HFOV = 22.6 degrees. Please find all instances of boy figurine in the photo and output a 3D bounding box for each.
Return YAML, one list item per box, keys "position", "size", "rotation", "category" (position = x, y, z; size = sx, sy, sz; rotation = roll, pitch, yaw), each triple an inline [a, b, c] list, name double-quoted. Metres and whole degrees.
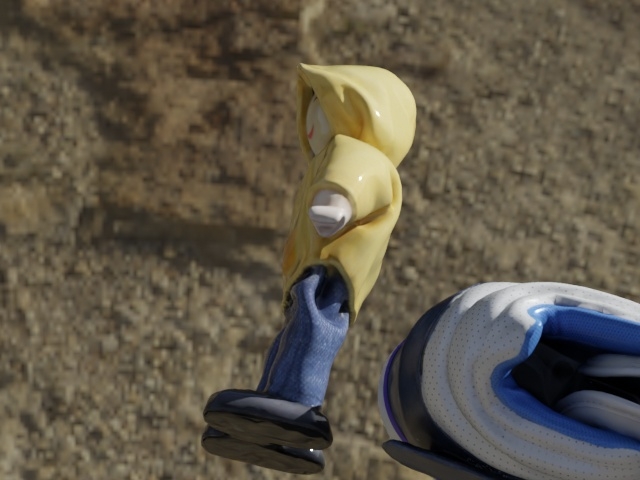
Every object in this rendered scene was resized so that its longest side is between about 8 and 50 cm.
- position: [0.000, 0.000, 1.032]
  size: [0.092, 0.177, 0.285]
  rotation: [13, 67, 1]
  category: "boy figurine"

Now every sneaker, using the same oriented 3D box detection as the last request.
- position: [0.187, 0.136, 0.879]
  size: [0.323, 0.236, 0.130]
  rotation: [33, 74, -4]
  category: "sneaker"
